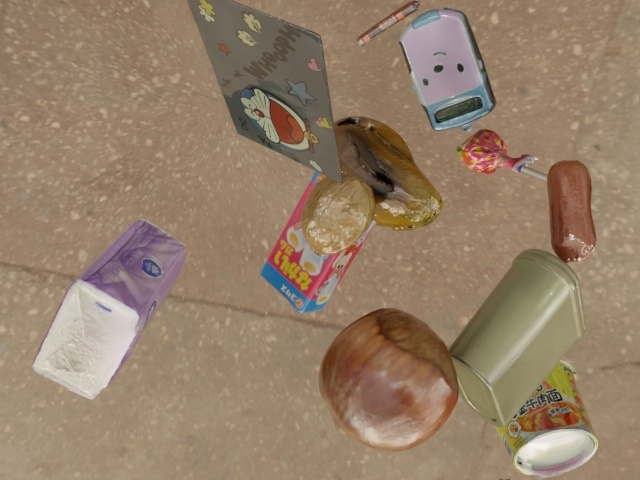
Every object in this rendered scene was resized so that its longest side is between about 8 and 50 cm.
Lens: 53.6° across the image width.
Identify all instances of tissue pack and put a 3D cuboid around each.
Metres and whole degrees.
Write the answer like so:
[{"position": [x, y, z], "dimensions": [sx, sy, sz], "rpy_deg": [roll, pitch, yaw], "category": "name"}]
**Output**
[{"position": [-0.423, 0.129, 1.334], "dimensions": [0.160, 0.338, 0.242], "rpy_deg": [32, 112, -8], "category": "tissue pack"}]

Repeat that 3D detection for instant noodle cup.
[{"position": [0.548, 0.443, 1.575], "dimensions": [0.265, 0.200, 0.264], "rpy_deg": [-3, 129, -4], "category": "instant noodle cup"}]

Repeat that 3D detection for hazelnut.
[{"position": [0.101, 0.211, 0.955], "dimensions": [0.214, 0.214, 0.176], "rpy_deg": [-36, 135, 1], "category": "hazelnut"}]

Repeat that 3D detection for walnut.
[{"position": [0.024, -0.036, 0.906], "dimensions": [0.105, 0.105, 0.124], "rpy_deg": [25, 100, -13], "category": "walnut"}]

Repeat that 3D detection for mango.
[{"position": [0.095, -0.106, 1.023], "dimensions": [0.156, 0.249, 0.151], "rpy_deg": [-34, 140, -18], "category": "mango"}]

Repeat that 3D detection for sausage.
[{"position": [0.449, -0.053, 1.138], "dimensions": [0.077, 0.077, 0.194], "rpy_deg": [4, 74, -9], "category": "sausage"}, {"position": [0.151, -0.494, 1.450], "dimensions": [0.025, 0.198, 0.028], "rpy_deg": [-32, 97, -45], "category": "sausage"}]

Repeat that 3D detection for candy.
[{"position": [0.499, -0.191, 1.615], "dimensions": [0.124, 0.365, 0.124], "rpy_deg": [-13, 118, -26], "category": "candy"}, {"position": [0.001, 0.000, 1.436], "dimensions": [0.157, 0.100, 0.305], "rpy_deg": [40, 109, 29], "category": "candy"}]

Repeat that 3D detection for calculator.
[{"position": [0.295, -0.389, 1.479], "dimensions": [0.173, 0.051, 0.293], "rpy_deg": [-17, 105, 25], "category": "calculator"}]

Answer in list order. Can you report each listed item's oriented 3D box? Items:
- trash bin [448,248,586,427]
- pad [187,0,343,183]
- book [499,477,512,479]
[{"position": [0.341, 0.175, 1.108], "dimensions": [0.247, 0.121, 0.243], "rpy_deg": [-47, 136, -15], "category": "trash bin"}, {"position": [-0.056, -0.162, 0.700], "dimensions": [0.170, 0.245, 0.006], "rpy_deg": [28, 70, 20], "category": "pad"}, {"position": [0.134, 0.390, 0.403], "dimensions": [0.263, 0.028, 0.373], "rpy_deg": [-32, 70, -8], "category": "book"}]
